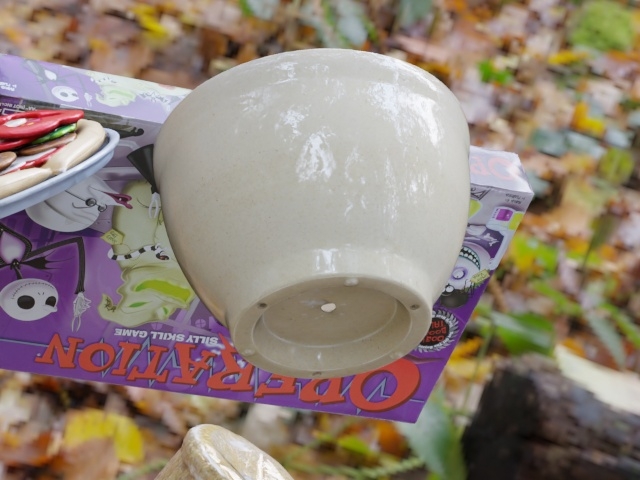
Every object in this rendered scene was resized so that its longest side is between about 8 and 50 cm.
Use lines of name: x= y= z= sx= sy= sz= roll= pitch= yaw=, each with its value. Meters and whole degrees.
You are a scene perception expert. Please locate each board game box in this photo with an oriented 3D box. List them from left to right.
board game box: x=-0.063 y=0.009 z=1.003 sx=0.346 sy=0.208 sz=0.056 roll=9 pitch=40 yaw=-20

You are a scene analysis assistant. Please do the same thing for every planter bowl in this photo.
planter bowl: x=0.000 y=0.000 z=0.789 sx=0.162 sy=0.162 sz=0.109 roll=9 pitch=54 yaw=-22

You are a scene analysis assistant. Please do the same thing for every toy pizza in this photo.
toy pizza: x=-0.199 y=-0.032 z=0.798 sx=0.201 sy=0.032 sz=0.201 roll=-14 pitch=15 yaw=4

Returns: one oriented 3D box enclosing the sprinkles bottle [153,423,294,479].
sprinkles bottle: x=-0.155 y=0.301 z=1.185 sx=0.121 sy=0.355 sz=0.121 roll=38 pitch=9 yaw=-7
